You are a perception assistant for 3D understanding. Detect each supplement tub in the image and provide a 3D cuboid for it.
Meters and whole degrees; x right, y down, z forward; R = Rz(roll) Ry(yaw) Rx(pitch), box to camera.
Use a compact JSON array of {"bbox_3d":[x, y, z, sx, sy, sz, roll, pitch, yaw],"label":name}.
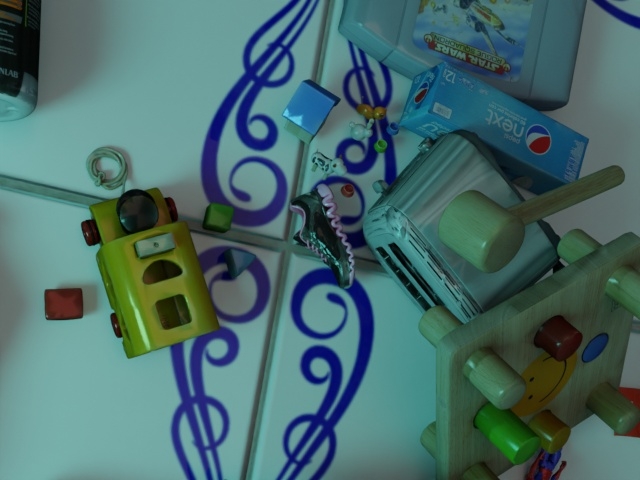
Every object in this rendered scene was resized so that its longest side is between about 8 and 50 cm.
[{"bbox_3d":[-0.332,-0.220,0.956,0.116,0.117,0.191,3,80,-18],"label":"supplement tub"}]

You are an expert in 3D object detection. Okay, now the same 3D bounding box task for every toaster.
[{"bbox_3d":[0.155,0.003,1.077,0.146,0.129,0.227,-41,97,-16],"label":"toaster"}]

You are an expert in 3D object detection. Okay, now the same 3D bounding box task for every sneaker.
[{"bbox_3d":[0.000,0.000,1.072,0.057,0.047,0.119,-17,79,-14],"label":"sneaker"}]

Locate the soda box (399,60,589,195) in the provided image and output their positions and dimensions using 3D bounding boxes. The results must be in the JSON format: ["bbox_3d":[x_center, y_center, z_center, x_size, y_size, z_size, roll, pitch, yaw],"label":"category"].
[{"bbox_3d":[0.201,-0.124,1.130,0.210,0.071,0.067,24,75,-20],"label":"soda box"}]

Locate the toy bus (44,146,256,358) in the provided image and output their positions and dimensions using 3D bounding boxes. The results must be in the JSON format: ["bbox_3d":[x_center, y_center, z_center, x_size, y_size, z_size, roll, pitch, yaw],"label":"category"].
[{"bbox_3d":[-0.170,0.017,0.977,0.202,0.104,0.191,28,73,-12],"label":"toy bus"}]

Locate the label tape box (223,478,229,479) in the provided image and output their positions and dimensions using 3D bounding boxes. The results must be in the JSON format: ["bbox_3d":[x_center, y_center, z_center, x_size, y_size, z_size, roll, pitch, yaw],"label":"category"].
[{"bbox_3d":[0.050,0.377,0.945,0.333,0.106,0.241,18,75,-32],"label":"label tape box"}]

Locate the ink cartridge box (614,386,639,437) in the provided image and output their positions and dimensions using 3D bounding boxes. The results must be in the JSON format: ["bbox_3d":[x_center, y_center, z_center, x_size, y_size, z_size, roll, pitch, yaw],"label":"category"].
[{"bbox_3d":[0.409,0.209,1.177,0.115,0.029,0.063,8,79,-17],"label":"ink cartridge box"}]

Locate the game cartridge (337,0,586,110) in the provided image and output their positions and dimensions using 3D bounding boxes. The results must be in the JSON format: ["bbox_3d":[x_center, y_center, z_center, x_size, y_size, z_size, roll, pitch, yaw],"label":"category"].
[{"bbox_3d":[0.176,-0.270,1.167,0.297,0.062,0.198,16,72,-15],"label":"game cartridge"}]

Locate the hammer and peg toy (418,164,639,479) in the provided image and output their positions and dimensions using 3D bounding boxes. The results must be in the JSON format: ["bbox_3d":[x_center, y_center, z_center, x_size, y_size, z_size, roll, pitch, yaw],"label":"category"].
[{"bbox_3d":[0.227,0.095,0.978,0.265,0.361,0.127,-26,45,-22],"label":"hammer and peg toy"}]

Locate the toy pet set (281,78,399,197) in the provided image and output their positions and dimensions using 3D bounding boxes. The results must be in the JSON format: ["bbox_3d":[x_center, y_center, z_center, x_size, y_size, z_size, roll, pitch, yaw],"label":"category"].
[{"bbox_3d":[0.024,-0.131,1.074,0.114,0.065,0.122,33,58,2],"label":"toy pet set"}]

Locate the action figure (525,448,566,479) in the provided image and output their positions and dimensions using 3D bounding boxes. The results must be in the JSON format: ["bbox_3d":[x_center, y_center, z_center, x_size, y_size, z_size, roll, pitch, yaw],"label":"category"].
[{"bbox_3d":[0.261,0.253,1.123,0.038,0.030,0.115,26,76,-18],"label":"action figure"}]
